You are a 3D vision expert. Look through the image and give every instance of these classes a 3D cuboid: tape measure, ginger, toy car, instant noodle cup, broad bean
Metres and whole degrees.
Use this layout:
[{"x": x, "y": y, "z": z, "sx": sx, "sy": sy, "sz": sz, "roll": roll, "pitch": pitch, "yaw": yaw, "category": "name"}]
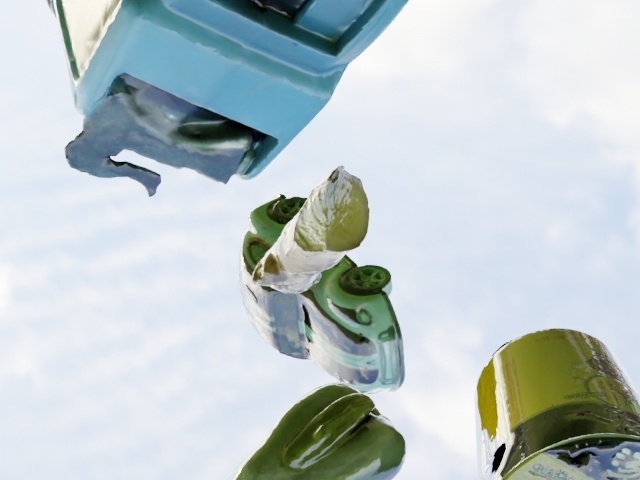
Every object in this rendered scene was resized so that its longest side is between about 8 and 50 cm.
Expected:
[{"x": -0.017, "y": -0.098, "z": 0.441, "sx": 0.081, "sy": 0.146, "sz": 0.125, "roll": 22, "pitch": -144, "yaw": -28, "category": "tape measure"}, {"x": -0.004, "y": 0.002, "z": 1.110, "sx": 0.044, "sy": 0.137, "sz": 0.057, "roll": 30, "pitch": -123, "yaw": -6, "category": "ginger"}, {"x": -0.013, "y": 0.067, "z": 2.048, "sx": 0.125, "sy": 0.136, "sz": 0.306, "roll": -18, "pitch": -145, "yaw": -19, "category": "toy car"}, {"x": 0.229, "y": 0.203, "z": 1.670, "sx": 0.216, "sy": 0.215, "sz": 0.236, "roll": -3, "pitch": -151, "yaw": -2, "category": "instant noodle cup"}, {"x": -0.022, "y": 0.221, "z": 1.582, "sx": 0.100, "sy": 0.228, "sz": 0.169, "roll": 44, "pitch": -153, "yaw": 29, "category": "broad bean"}]
